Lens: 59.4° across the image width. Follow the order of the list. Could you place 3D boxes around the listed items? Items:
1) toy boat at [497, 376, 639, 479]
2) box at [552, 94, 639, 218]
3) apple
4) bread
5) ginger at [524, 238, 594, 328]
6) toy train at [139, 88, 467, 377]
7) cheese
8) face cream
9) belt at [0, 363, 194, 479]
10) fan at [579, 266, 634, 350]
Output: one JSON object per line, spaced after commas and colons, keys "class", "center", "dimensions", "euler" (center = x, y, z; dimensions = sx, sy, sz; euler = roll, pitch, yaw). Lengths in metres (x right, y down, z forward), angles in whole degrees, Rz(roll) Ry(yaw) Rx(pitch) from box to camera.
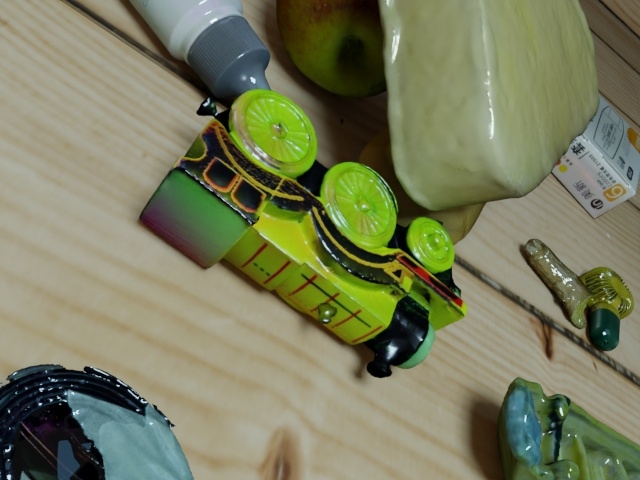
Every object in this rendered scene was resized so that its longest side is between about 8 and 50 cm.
{"class": "toy boat", "center": [0.252, 0.228, 0.534], "dimensions": [0.276, 0.084, 0.111], "euler": [32, 40, -21]}
{"class": "box", "center": [0.499, -0.193, 1.061], "dimensions": [0.221, 0.091, 0.274], "euler": [46, 42, -2]}
{"class": "apple", "center": [0.042, -0.265, 0.662], "dimensions": [0.196, 0.196, 0.196], "euler": [22, 47, -26]}
{"class": "bread", "center": [0.121, -0.074, 0.642], "dimensions": [0.147, 0.098, 0.217], "euler": [53, 43, -2]}
{"class": "ginger", "center": [0.328, 0.054, 0.761], "dimensions": [0.057, 0.044, 0.137], "euler": [-27, 75, -29]}
{"class": "toy train", "center": [0.000, 0.000, 0.486], "dimensions": [0.296, 0.100, 0.161], "euler": [36, 49, -14]}
{"class": "cheese", "center": [0.164, -0.245, 0.567], "dimensions": [0.384, 0.104, 0.384], "euler": [13, 72, -46]}
{"class": "face cream", "center": [-0.147, -0.252, 0.567], "dimensions": [0.311, 0.092, 0.092], "euler": [53, 41, 6]}
{"class": "belt", "center": [-0.131, 0.133, 0.301], "dimensions": [0.140, 0.058, 0.105], "euler": [46, 35, 4]}
{"class": "fan", "center": [0.406, 0.097, 0.794], "dimensions": [0.082, 0.039, 0.155], "euler": [43, 42, -5]}
